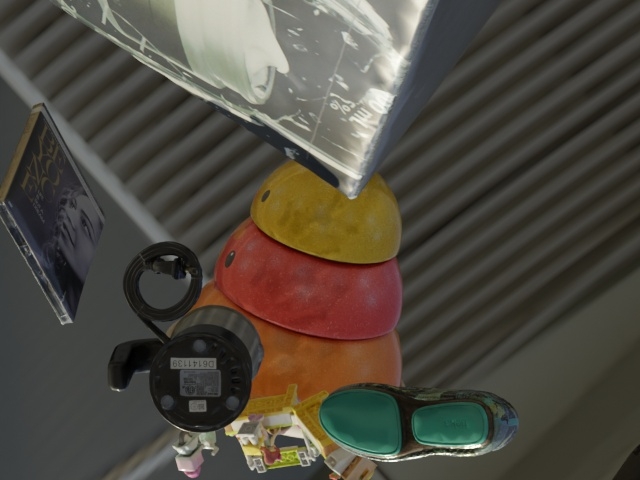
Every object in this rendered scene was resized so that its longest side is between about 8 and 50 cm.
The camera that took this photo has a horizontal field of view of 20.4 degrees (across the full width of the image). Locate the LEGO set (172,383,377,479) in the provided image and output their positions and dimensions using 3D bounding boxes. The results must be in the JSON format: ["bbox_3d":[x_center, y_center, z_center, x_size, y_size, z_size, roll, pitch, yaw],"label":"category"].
[{"bbox_3d":[-0.028,0.254,2.111,0.287,0.107,0.132,3,-144,35],"label":"LEGO set"}]

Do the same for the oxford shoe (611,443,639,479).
[{"bbox_3d":[0.220,0.242,1.371,0.212,0.076,0.076,-45,-113,5],"label":"oxford shoe"}]

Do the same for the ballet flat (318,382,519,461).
[{"bbox_3d":[0.086,0.153,1.492,0.188,0.070,0.070,2,-131,41],"label":"ballet flat"}]

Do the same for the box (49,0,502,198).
[{"bbox_3d":[-0.056,-0.352,1.244,0.297,0.472,0.480,-55,173,-26],"label":"box"}]

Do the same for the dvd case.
[{"bbox_3d":[-0.295,-0.033,1.965,0.018,0.164,0.221,-18,-151,14],"label":"dvd case"}]

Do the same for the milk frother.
[{"bbox_3d":[-0.106,0.071,1.487,0.135,0.129,0.143,-80,-173,-82],"label":"milk frother"}]

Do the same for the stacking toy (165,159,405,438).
[{"bbox_3d":[0.000,0.000,2.422,0.350,0.350,0.480,-129,-130,-61],"label":"stacking toy"}]
